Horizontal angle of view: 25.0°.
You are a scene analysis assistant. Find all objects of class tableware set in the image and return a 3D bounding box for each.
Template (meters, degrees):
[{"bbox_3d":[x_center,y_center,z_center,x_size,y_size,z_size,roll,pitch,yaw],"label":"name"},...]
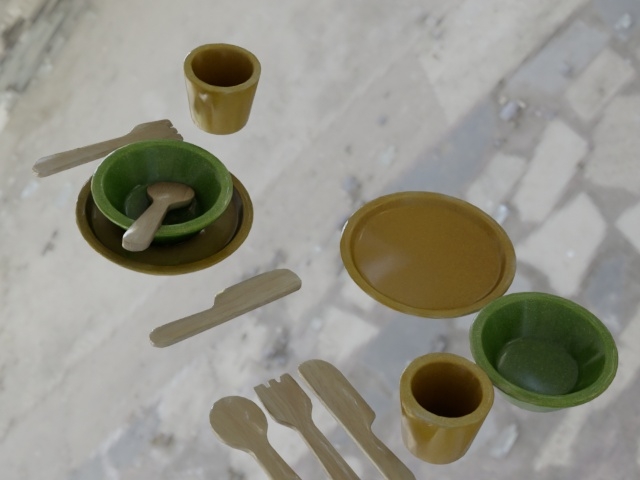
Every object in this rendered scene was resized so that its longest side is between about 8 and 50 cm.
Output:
[{"bbox_3d":[0.000,0.000,0.378,0.154,0.104,0.024,48,147,34],"label":"tableware set"}]
